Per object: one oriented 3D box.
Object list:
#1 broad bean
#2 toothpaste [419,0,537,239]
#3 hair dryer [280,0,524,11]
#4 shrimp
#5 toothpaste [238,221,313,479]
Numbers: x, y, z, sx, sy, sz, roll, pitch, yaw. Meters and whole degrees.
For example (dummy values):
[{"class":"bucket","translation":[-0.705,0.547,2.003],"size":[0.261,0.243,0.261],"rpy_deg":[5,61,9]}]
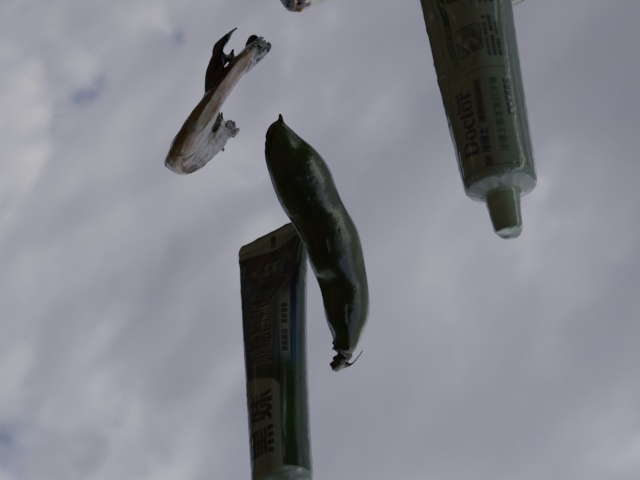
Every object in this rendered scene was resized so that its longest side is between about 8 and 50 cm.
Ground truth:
[{"class":"broad bean","translation":[0.004,-0.001,1.698],"size":[0.065,0.254,0.046],"rpy_deg":[-17,-170,5]},{"class":"toothpaste","translation":[0.086,-0.103,0.987],"size":[0.064,0.041,0.218],"rpy_deg":[-15,-114,17]},{"class":"hair dryer","translation":[0.094,-0.343,2.133],"size":[0.362,0.203,0.128],"rpy_deg":[-22,173,-17]},{"class":"shrimp","translation":[-0.098,-0.136,1.739],"size":[0.152,0.046,0.219],"rpy_deg":[-61,177,9]},{"class":"toothpaste","translation":[-0.045,0.136,1.896],"size":[0.099,0.061,0.392],"rpy_deg":[-26,-135,24]}]
